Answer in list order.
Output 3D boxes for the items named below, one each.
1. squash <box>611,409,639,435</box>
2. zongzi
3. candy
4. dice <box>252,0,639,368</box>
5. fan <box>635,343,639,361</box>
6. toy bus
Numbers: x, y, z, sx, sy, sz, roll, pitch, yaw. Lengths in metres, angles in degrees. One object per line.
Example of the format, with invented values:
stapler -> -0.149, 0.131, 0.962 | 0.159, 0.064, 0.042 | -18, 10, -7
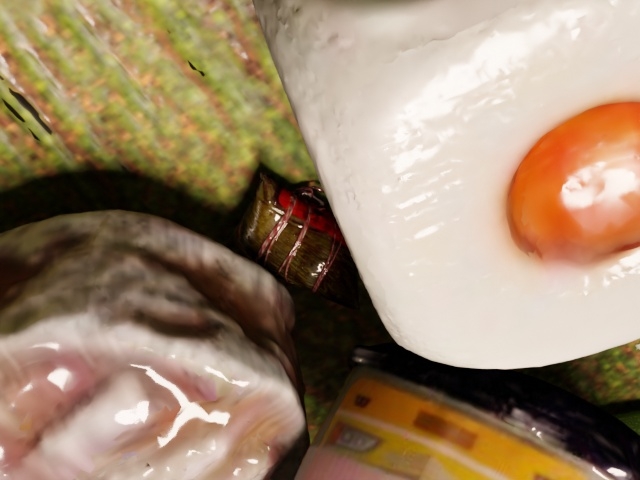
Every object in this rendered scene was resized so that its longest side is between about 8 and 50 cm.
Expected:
squash -> 0.228, 0.154, 0.810 | 0.219, 0.068, 0.077 | -4, 88, -8
zongzi -> 0.000, 0.000, 0.632 | 0.083, 0.073, 0.067 | 34, 124, 9
candy -> -0.138, 0.103, 0.608 | 0.289, 0.157, 0.214 | -32, 126, 21
dice -> 0.084, -0.077, 0.484 | 0.193, 0.192, 0.194 | -23, 134, 4
fan -> 0.406, 0.010, 0.768 | 0.414, 0.012, 0.233 | -16, 134, 0
toy bus -> 0.108, 0.207, 0.618 | 0.162, 0.171, 0.386 | -62, 144, -18
